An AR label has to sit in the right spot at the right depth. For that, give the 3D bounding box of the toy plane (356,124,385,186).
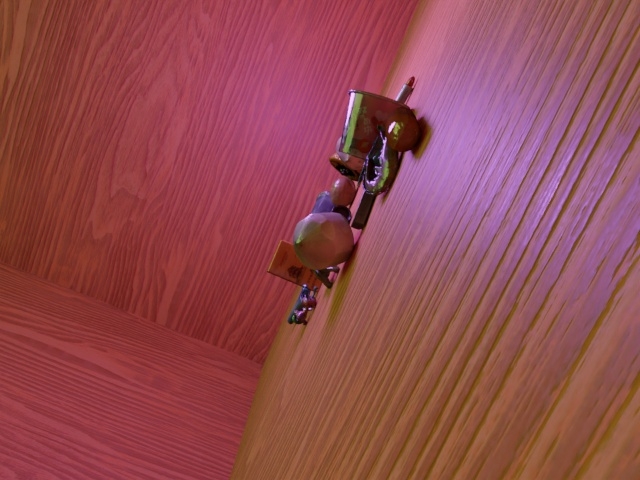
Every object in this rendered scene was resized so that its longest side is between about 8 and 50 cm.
[{"bbox_3d":[0.206,-0.288,1.491,0.060,0.096,0.235,-177,108,-85],"label":"toy plane"}]

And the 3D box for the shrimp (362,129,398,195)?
[{"bbox_3d":[0.197,-0.253,1.402,0.173,0.058,0.253,-40,36,44],"label":"shrimp"}]

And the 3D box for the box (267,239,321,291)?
[{"bbox_3d":[-0.108,0.129,2.117,0.076,0.274,0.174,145,148,-76],"label":"box"}]

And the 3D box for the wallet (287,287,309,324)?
[{"bbox_3d":[-0.112,0.346,2.608,0.290,0.054,0.251,-69,5,-49],"label":"wallet"}]

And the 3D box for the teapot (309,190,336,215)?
[{"bbox_3d":[0.043,-0.149,2.477,0.270,0.200,0.337,-30,26,38],"label":"teapot"}]

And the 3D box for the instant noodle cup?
[{"bbox_3d":[0.188,-0.423,1.604,0.243,0.242,0.231,-84,11,-77],"label":"instant noodle cup"}]

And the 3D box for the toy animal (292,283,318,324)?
[{"bbox_3d":[-0.066,0.303,2.001,0.103,0.100,0.208,-31,-40,-57],"label":"toy animal"}]

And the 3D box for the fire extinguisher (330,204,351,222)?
[{"bbox_3d":[0.080,-0.076,2.142,0.138,0.102,0.344,-34,-9,-19],"label":"fire extinguisher"}]

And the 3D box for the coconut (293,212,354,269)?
[{"bbox_3d":[0.000,0.000,1.541,0.233,0.224,0.224,-13,-37,-36],"label":"coconut"}]

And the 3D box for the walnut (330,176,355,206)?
[{"bbox_3d":[0.122,-0.259,2.256,0.166,0.149,0.167,-36,-40,-38],"label":"walnut"}]

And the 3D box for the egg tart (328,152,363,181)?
[{"bbox_3d":[0.161,-0.424,2.255,0.171,0.215,0.215,-57,3,-6],"label":"egg tart"}]

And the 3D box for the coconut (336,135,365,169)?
[{"bbox_3d":[0.179,-0.434,2.011,0.224,0.224,0.224,-157,90,-86],"label":"coconut"}]

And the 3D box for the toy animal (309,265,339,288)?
[{"bbox_3d":[0.009,0.132,1.778,0.219,0.100,0.103,-130,61,-86],"label":"toy animal"}]

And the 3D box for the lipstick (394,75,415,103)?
[{"bbox_3d":[0.342,-0.594,1.758,0.186,0.057,0.063,-59,35,24],"label":"lipstick"}]

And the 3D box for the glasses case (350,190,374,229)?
[{"bbox_3d":[0.168,-0.143,1.553,0.071,0.047,0.205,105,-175,-71],"label":"glasses case"}]

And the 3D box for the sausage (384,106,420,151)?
[{"bbox_3d":[0.240,-0.330,1.248,0.274,0.105,0.105,-75,9,-64],"label":"sausage"}]
